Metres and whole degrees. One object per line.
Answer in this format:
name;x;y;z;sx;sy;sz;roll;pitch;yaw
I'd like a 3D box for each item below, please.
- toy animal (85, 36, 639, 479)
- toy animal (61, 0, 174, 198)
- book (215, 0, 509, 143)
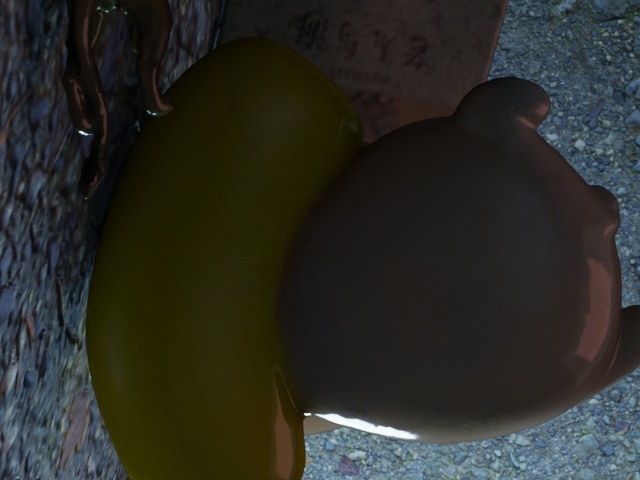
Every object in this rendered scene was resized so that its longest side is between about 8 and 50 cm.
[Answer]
toy animal;0.016;0.008;0.677;0.247;0.345;0.277;10;62;-77
toy animal;-0.080;-0.124;0.461;0.086;0.069;0.219;26;73;-66
book;0.030;-0.136;0.869;0.032;0.269;0.388;37;-62;57
